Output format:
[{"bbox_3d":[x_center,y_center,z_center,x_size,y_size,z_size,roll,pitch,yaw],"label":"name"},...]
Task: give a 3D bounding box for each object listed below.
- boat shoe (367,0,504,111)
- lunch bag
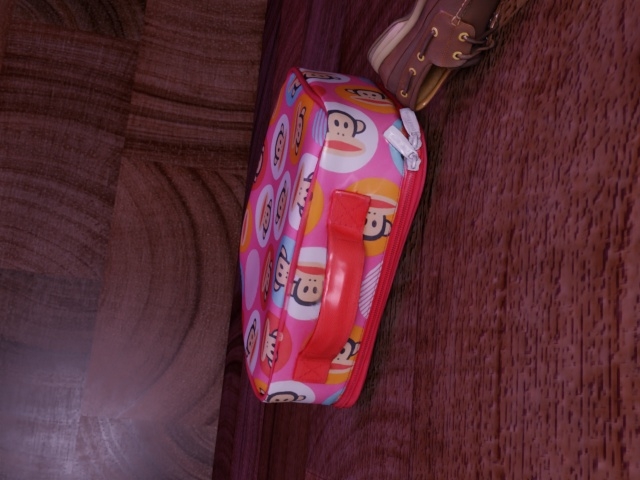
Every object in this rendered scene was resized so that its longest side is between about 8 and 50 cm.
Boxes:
[{"bbox_3d":[0.097,-0.150,0.486,0.060,0.064,0.178,62,151,7],"label":"boat shoe"},{"bbox_3d":[0.000,0.000,0.657,0.258,0.120,0.293,-110,31,-64],"label":"lunch bag"}]
